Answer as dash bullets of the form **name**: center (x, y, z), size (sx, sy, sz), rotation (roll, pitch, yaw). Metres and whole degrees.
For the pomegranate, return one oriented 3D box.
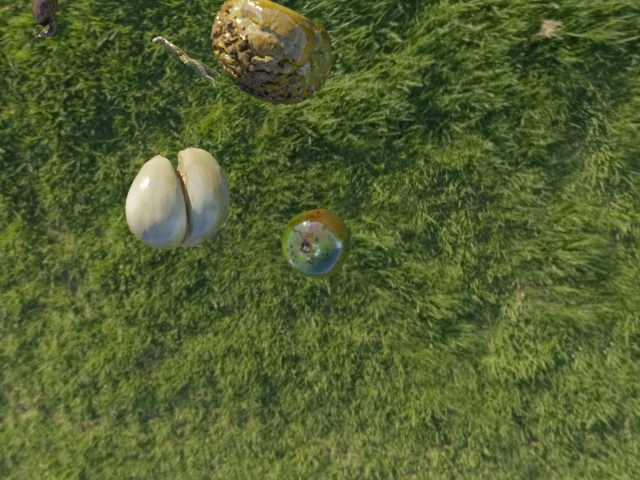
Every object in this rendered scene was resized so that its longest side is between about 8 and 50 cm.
- **pomegranate**: center (0.000, 0.000, 1.263), size (0.182, 0.224, 0.181), rotation (4, 106, 16)

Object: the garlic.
- **garlic**: center (-0.418, -0.117, 1.455), size (0.287, 0.249, 0.312), rotation (8, 105, -16)

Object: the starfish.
- **starfish**: center (-0.154, -0.210, 0.566), size (0.016, 0.092, 0.086), rotation (-51, 58, 19)

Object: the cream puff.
- **cream puff**: center (-0.129, -0.484, 1.280), size (0.327, 0.343, 0.231), rotation (22, 104, -24)

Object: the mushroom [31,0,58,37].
- **mushroom**: center (-0.896, -0.748, 1.584), size (0.080, 0.135, 0.170), rotation (9, 103, -21)
